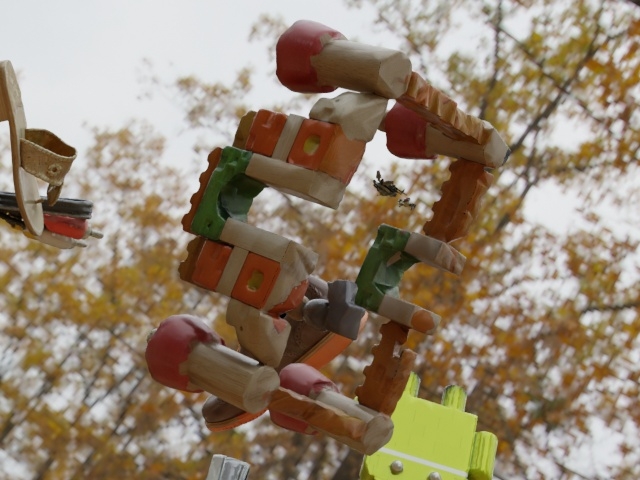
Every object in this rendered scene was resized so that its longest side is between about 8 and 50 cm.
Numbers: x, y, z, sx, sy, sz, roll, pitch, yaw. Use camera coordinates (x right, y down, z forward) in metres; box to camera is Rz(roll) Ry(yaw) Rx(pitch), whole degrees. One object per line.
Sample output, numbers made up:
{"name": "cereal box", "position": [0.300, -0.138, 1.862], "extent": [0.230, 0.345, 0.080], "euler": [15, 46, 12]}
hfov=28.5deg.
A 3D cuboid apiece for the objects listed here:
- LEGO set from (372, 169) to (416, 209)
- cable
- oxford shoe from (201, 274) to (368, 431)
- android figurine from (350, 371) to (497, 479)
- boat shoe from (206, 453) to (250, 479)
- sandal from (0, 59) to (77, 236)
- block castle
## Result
{"name": "LEGO set", "position": [0.091, -0.060, 1.633], "extent": [0.083, 0.023, 0.054], "euler": [39, -11, -26]}
{"name": "cable", "position": [-0.430, -0.034, 1.731], "extent": [0.287, 0.072, 0.139], "euler": [8, -9, -43]}
{"name": "oxford shoe", "position": [-0.088, 0.179, 2.038], "extent": [0.133, 0.130, 0.363], "euler": [43, -62, -11]}
{"name": "android figurine", "position": [0.159, 0.334, 2.032], "extent": [0.248, 0.273, 0.056], "euler": [18, -45, 2]}
{"name": "boat shoe", "position": [-0.153, 0.447, 2.028], "extent": [0.081, 0.227, 0.079], "euler": [8, -41, -1]}
{"name": "sandal", "position": [-0.342, -0.112, 1.560], "extent": [0.079, 0.088, 0.240], "euler": [-8, -60, 1]}
{"name": "block castle", "position": [0.000, 0.000, 1.478], "extent": [0.213, 0.453, 0.303], "euler": [19, -5, 44]}
